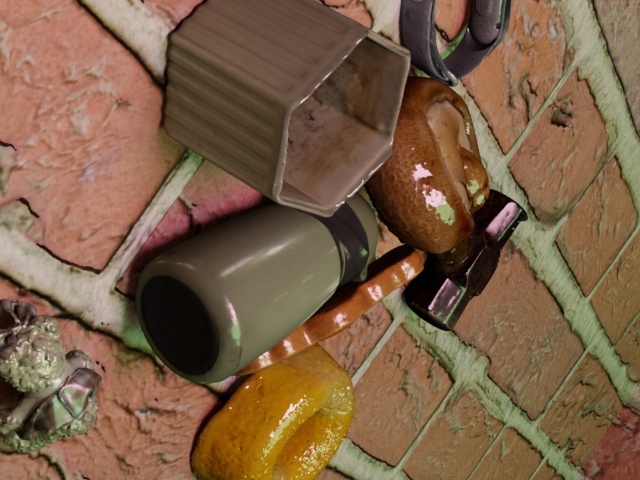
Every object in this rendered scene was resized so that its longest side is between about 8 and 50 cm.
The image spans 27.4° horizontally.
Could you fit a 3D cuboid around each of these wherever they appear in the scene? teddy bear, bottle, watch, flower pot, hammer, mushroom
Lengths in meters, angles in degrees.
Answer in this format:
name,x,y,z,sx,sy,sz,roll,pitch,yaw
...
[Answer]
name,x,y,z,sx,sy,sz,roll,pitch,yaw
teddy bear,-0.301,0.166,1.452,0.133,0.111,0.213,-45,151,-28
bottle,-0.063,0.035,1.646,0.347,0.168,0.168,-33,143,-45
watch,0.184,-0.311,1.782,0.193,0.068,0.206,-27,135,-38
flower pot,-0.038,-0.163,1.455,0.209,0.189,0.239,-29,142,-42
hammer,0.179,-0.031,2.048,0.242,0.095,0.409,-54,146,-6
mushroom,0.137,-0.102,1.766,0.153,0.253,0.253,-19,162,23

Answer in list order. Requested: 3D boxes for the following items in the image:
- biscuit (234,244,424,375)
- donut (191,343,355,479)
name,x,y,z,sx,sy,sz,roll,pitch,yaw
biscuit,-0.002,0.095,1.778,0.334,0.202,0.047,-32,104,-40
donut,-0.056,0.278,1.943,0.277,0.108,0.278,-37,145,-32
